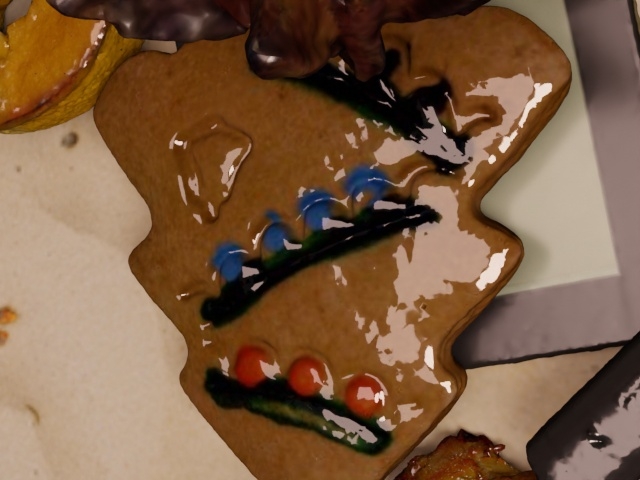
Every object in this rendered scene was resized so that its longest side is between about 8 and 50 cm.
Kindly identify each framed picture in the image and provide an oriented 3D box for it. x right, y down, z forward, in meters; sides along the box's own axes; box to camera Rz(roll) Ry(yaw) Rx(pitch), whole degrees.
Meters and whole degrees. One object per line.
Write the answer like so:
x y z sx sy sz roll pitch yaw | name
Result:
0.036 -0.099 0.577 0.265 0.016 0.347 -14 81 26 | framed picture

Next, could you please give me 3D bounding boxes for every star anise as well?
0.006 -0.136 0.501 0.272 0.272 0.102 12 134 27 | star anise

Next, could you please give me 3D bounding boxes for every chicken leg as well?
0.100 0.122 0.528 0.145 0.037 0.062 -7 70 27 | chicken leg

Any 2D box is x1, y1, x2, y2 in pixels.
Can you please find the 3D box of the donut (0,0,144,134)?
-0.181 -0.141 0.664 0.178 0.065 0.162 -14 77 27 | donut

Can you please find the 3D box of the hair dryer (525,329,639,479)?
0.191 0.032 0.453 0.251 0.089 0.197 -45 72 18 | hair dryer

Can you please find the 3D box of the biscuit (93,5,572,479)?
-0.001 0.000 0.559 0.278 0.043 0.302 -7 85 27 | biscuit
